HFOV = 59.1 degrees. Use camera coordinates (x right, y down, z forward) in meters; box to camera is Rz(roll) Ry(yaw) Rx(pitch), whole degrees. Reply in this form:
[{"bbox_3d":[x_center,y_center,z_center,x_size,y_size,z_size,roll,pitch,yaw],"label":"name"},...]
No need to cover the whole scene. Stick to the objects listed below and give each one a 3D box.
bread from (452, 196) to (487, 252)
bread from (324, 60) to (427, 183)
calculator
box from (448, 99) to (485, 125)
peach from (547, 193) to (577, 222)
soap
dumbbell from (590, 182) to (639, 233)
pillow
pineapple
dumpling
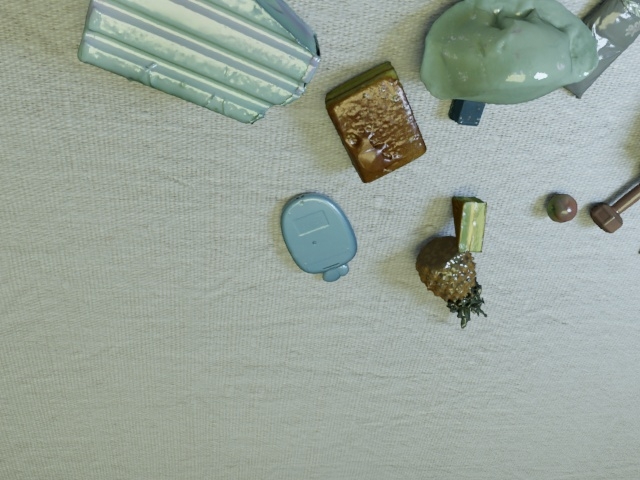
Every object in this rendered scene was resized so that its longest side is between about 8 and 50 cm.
[{"bbox_3d":[0.395,-0.043,1.516,0.074,0.084,0.139,-1,104,-6],"label":"bread"},{"bbox_3d":[0.131,-0.271,1.332,0.184,0.111,0.234,-26,124,10],"label":"bread"},{"bbox_3d":[0.000,0.000,1.552,0.188,0.042,0.303,-21,122,7],"label":"calculator"},{"bbox_3d":[0.358,-0.323,1.357,0.074,0.054,0.099,5,125,-8],"label":"box"},{"bbox_3d":[0.664,-0.089,1.546,0.083,0.083,0.083,-3,126,-5],"label":"peach"},{"bbox_3d":[-0.231,-0.419,1.155,0.446,0.156,0.261,18,121,-18],"label":"soap"},{"bbox_3d":[0.853,-0.118,1.545,0.231,0.092,0.082,-45,146,23],"label":"dumbbell"},{"bbox_3d":[0.643,-0.452,1.298,0.169,0.059,0.255,26,118,-26],"label":"pillow"},{"bbox_3d":[0.400,0.140,1.633,0.169,0.169,0.340,-27,126,12],"label":"pineapple"},{"bbox_3d":[0.392,-0.401,1.232,0.320,0.270,0.212,-12,153,-27],"label":"dumpling"}]
